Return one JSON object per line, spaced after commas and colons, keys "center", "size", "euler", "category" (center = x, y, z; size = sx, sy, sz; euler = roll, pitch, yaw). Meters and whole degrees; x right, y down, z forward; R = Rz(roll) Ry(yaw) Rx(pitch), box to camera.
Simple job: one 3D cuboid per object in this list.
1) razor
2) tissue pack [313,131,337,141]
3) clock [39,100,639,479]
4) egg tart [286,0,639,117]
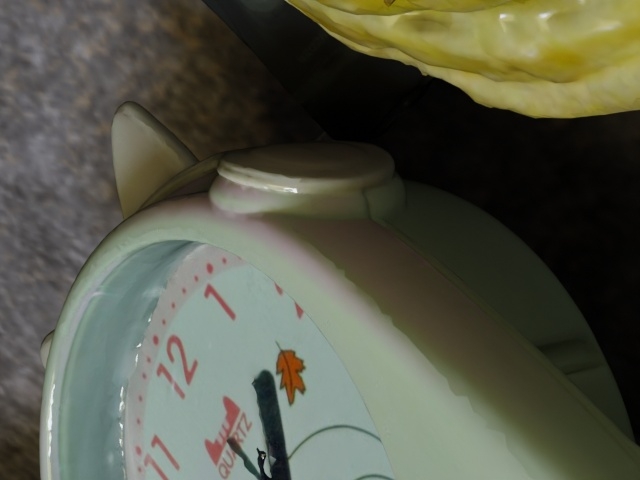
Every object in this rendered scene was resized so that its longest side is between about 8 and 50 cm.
{"center": [-0.013, -0.105, 0.699], "size": [0.148, 0.054, 0.090], "euler": [43, 139, -3], "category": "razor"}
{"center": [0.000, 0.000, 0.797], "size": [0.063, 0.035, 0.083], "euler": [46, 137, -5], "category": "tissue pack"}
{"center": [0.006, 0.096, 0.700], "size": [0.324, 0.108, 0.265], "euler": [51, 135, 32], "category": "clock"}
{"center": [0.022, -0.162, 0.506], "size": [0.290, 0.115, 0.290], "euler": [22, 126, 34], "category": "egg tart"}
